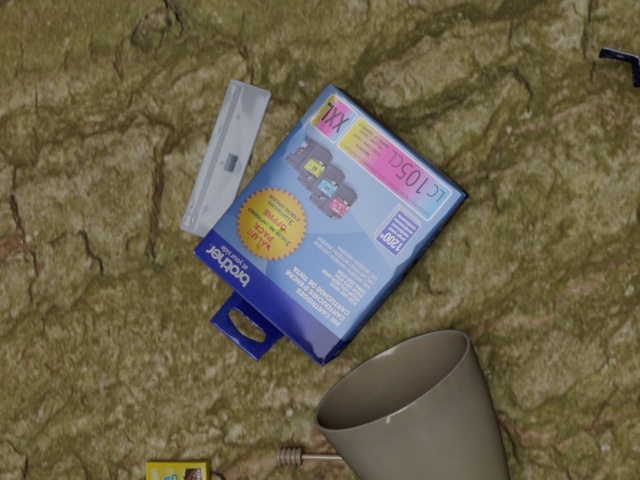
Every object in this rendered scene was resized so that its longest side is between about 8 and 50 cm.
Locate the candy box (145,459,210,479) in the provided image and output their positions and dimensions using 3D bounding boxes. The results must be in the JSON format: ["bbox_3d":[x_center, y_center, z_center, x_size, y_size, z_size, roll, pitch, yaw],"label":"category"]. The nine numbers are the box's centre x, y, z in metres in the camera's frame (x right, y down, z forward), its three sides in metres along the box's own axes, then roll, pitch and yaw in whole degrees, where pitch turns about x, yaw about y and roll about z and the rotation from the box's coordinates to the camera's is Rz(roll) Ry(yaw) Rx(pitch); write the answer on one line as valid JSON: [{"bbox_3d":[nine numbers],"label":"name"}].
[{"bbox_3d":[-0.226,0.457,1.906,0.105,0.027,0.206,-2,90,15],"label":"candy box"}]

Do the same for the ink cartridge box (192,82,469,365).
[{"bbox_3d":[0.000,0.000,1.797,0.270,0.151,0.395,40,99,8],"label":"ink cartridge box"}]

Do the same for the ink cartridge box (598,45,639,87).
[{"bbox_3d":[0.498,-0.225,1.656,0.224,0.223,0.045,13,99,11],"label":"ink cartridge box"}]

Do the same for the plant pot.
[{"bbox_3d":[0.168,0.312,1.737,0.256,0.256,0.274,-28,102,10],"label":"plant pot"}]

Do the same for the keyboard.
[{"bbox_3d":[-0.152,-0.127,1.892,0.072,0.014,0.256,20,95,5],"label":"keyboard"}]

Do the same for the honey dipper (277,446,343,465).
[{"bbox_3d":[0.013,0.339,1.858,0.161,0.030,0.030,-2,91,8],"label":"honey dipper"}]
